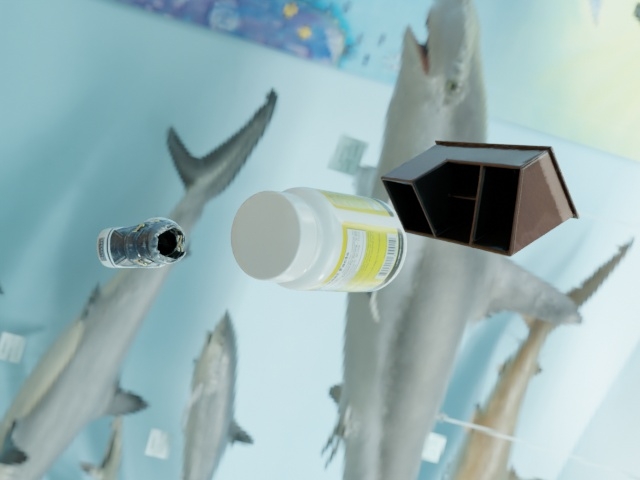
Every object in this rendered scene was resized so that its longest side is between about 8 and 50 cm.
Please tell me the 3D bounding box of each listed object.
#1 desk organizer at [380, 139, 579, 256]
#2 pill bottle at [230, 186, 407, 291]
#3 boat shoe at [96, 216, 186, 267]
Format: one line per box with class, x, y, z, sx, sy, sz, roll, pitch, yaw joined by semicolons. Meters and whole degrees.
desk organizer;0.093;-0.028;0.624;0.047;0.050;0.130;64;-18;-17
pill bottle;0.000;0.000;1.183;0.119;0.208;0.119;-3;-96;35
boat shoe;-0.195;0.006;1.269;0.183;0.083;0.065;-17;103;-70
